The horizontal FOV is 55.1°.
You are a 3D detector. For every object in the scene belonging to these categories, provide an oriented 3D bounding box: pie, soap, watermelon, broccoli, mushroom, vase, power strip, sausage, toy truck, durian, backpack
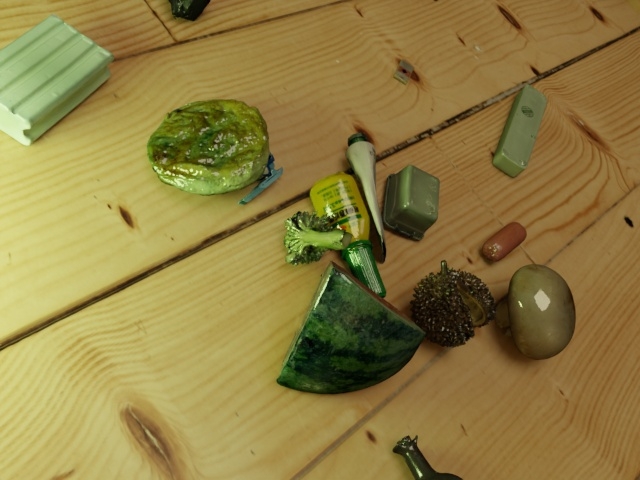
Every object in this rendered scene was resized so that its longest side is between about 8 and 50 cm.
[{"bbox_3d":[-0.235,-0.213,1.330,0.277,0.078,0.277,1,60,-2],"label":"pie"},{"bbox_3d":[-0.575,-0.334,1.263,0.160,0.087,0.265,34,53,-5],"label":"soap"},{"bbox_3d":[0.072,0.137,1.208,0.283,0.250,0.292,11,62,-27],"label":"watermelon"},{"bbox_3d":[0.000,-0.002,1.287,0.122,0.204,0.118,-4,95,-29],"label":"broccoli"},{"bbox_3d":[0.507,0.167,1.459,0.226,0.178,0.226,3,85,-47],"label":"mushroom"},{"bbox_3d":[0.206,0.460,1.173,0.120,0.120,0.183,-12,54,-31],"label":"vase"},{"bbox_3d":[0.612,-0.345,1.868,0.091,0.062,0.385,33,53,-5],"label":"power strip"},{"bbox_3d":[0.478,0.004,1.597,0.154,0.062,0.062,-31,79,-36],"label":"sausage"},{"bbox_3d":[-0.150,-0.145,1.382,0.136,0.063,0.074,-43,102,-33],"label":"toy truck"},{"bbox_3d":[0.290,0.134,1.357,0.196,0.167,0.196,10,77,-53],"label":"durian"},{"bbox_3d":[-0.340,-0.648,1.551,0.106,0.120,0.165,-1,61,-51],"label":"backpack"}]

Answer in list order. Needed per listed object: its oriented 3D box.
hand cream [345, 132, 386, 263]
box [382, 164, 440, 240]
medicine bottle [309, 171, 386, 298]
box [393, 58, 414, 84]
[{"bbox_3d":[0.119,-0.113,1.468,0.076,0.121,0.336,-13,61,6],"label":"hand cream"},{"bbox_3d":[0.230,-0.100,1.512,0.124,0.093,0.172,23,54,-19],"label":"box"},{"bbox_3d":[0.072,-0.006,1.392,0.111,0.076,0.309,-22,75,4],"label":"medicine bottle"},{"bbox_3d":[0.246,-0.497,1.808,0.046,0.012,0.083,31,52,-8],"label":"box"}]
